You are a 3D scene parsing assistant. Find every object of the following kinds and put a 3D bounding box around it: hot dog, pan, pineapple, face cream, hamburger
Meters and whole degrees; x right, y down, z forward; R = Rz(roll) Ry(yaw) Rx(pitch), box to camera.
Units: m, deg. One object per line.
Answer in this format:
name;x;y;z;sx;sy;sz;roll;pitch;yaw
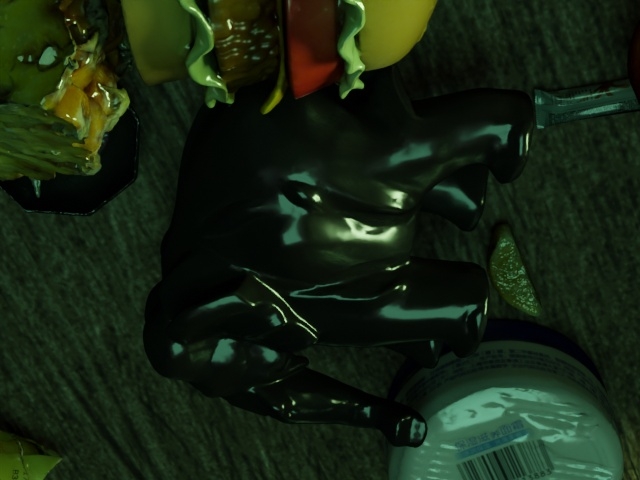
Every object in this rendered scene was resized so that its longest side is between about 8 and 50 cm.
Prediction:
hot dog;0.160;0.029;1.174;0.034;0.030;0.090;-19;116;11
pan;-0.177;-0.107;1.089;0.202;0.048;0.128;-35;114;19
pineapple;-0.217;-0.191;0.974;0.344;0.286;0.209;9;164;30
face cream;0.159;0.182;1.213;0.206;0.111;0.206;-1;119;-1
hamburger;-0.019;-0.220;0.903;0.212;0.274;0.274;-3;118;0

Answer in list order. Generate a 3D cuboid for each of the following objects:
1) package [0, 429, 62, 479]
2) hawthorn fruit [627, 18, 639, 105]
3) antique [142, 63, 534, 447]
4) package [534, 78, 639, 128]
package;-0.345;0.208;1.203;0.168;0.090;0.226;-30;156;20
hawthorn fruit;0.336;-0.144;1.002;0.190;0.189;0.251;29;108;-15
antique;0.000;0.000;1.077;0.255;0.185;0.322;7;112;-10
package;0.226;-0.113;1.106;0.110;0.015;0.037;-10;117;4
